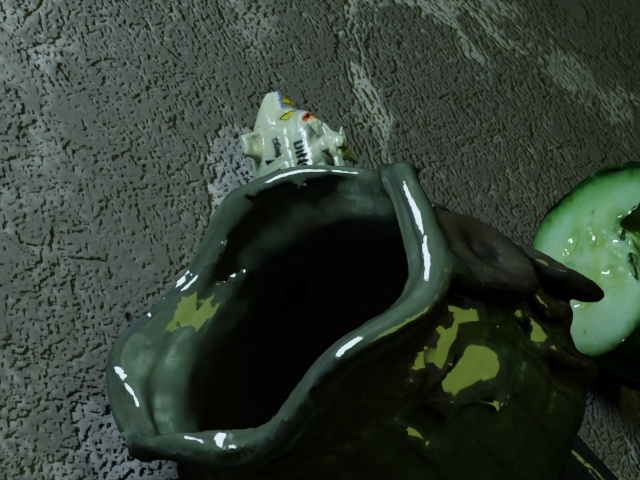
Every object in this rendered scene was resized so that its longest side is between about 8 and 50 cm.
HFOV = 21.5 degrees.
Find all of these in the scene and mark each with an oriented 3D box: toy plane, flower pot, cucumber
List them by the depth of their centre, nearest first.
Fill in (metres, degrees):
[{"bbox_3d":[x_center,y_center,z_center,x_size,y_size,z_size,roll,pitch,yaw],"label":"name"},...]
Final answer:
[{"bbox_3d":[0.030,0.083,1.099,0.213,0.302,0.302,47,29,-29],"label":"flower pot"},{"bbox_3d":[0.000,0.000,1.352,0.092,0.108,0.286,9,58,-40],"label":"toy plane"},{"bbox_3d":[0.277,0.039,1.522,0.130,0.191,0.191,25,38,-21],"label":"cucumber"}]

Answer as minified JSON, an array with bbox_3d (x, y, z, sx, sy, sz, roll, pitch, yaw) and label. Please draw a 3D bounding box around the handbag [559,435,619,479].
[{"bbox_3d":[0.188,0.262,1.246,0.275,0.088,0.244,52,32,12],"label":"handbag"}]
